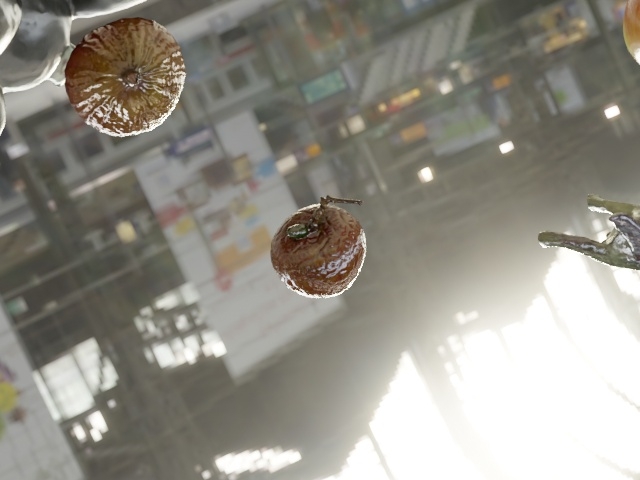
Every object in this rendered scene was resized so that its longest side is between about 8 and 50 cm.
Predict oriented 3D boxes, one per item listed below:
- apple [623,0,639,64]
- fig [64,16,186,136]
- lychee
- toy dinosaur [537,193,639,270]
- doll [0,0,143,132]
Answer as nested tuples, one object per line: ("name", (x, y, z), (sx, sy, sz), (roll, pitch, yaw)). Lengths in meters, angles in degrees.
("apple", (0.362, -0.201, 1.350), (0.139, 0.163, 0.163), (-47, -172, -1))
("fig", (-0.195, -0.158, 1.393), (0.119, 0.119, 0.153), (-22, 175, 16))
("lychee", (0.001, 0.001, 1.609), (0.114, 0.140, 0.101), (-5, -152, 8))
("toy dinosaur", (0.399, -0.005, 1.787), (0.294, 0.077, 0.162), (-1, -168, -42))
("doll", (-0.345, -0.296, 1.498), (0.378, 0.252, 0.382), (-46, 170, 1))
